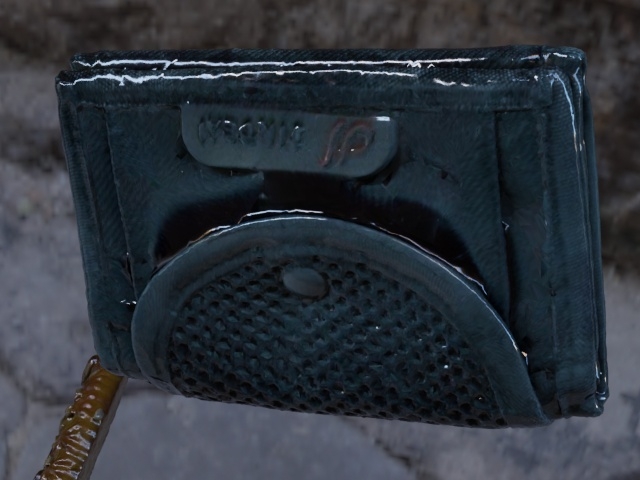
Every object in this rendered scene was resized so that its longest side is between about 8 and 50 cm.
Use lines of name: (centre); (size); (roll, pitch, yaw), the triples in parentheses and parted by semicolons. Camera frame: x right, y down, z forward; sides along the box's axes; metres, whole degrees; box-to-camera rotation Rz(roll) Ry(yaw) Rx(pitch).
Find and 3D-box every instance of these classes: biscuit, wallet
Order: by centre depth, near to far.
wallet: (0.000, 0.000, 0.422); (0.129, 0.088, 0.026); (2, 19, 23)
biscuit: (-0.137, 0.114, 1.044); (0.025, 0.206, 0.126); (23, 92, -3)
